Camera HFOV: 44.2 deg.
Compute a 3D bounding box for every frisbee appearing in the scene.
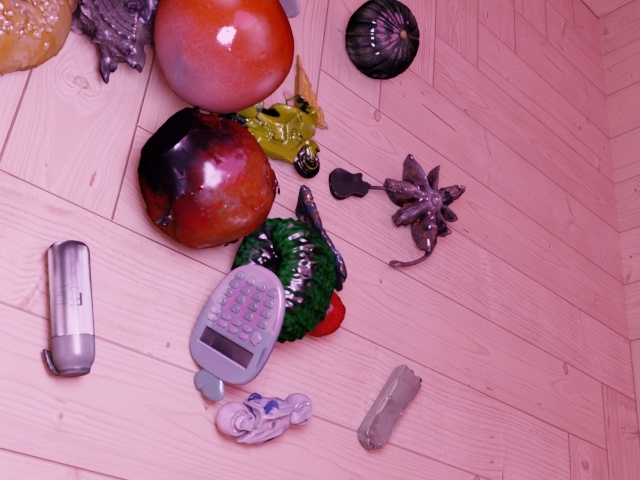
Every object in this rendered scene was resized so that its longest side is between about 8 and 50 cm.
[{"bbox_3d":[-0.101,-0.689,2.257,0.110,0.014,0.110,22,57,-38],"label":"frisbee"}]

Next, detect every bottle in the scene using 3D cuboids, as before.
[{"bbox_3d":[-0.475,0.128,1.478,0.096,0.079,0.254,-7,74,-8],"label":"bottle"}]

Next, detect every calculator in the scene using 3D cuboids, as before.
[{"bbox_3d":[-0.178,0.193,1.655,0.299,0.185,0.041,-65,156,2],"label":"calculator"}]

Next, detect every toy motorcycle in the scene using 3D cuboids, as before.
[{"bbox_3d":[-0.119,-0.293,1.974,0.342,0.142,0.206,19,59,-42],"label":"toy motorcycle"},{"bbox_3d":[-0.120,0.392,1.721,0.254,0.112,0.112,4,70,-44],"label":"toy motorcycle"}]

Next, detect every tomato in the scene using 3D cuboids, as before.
[{"bbox_3d":[-0.217,-0.429,1.712,0.321,0.321,0.321,20,59,-39],"label":"tomato"}]

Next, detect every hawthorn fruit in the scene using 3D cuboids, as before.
[{"bbox_3d":[-0.242,-0.135,1.677,0.316,0.316,0.316,20,59,-39],"label":"hawthorn fruit"}]

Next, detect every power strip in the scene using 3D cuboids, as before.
[{"bbox_3d":[0.177,0.433,2.027,0.080,0.048,0.286,53,44,-12],"label":"power strip"}]

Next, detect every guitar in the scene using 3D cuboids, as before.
[{"bbox_3d":[0.130,-0.152,2.199,0.233,0.025,0.088,2,69,-25],"label":"guitar"}]

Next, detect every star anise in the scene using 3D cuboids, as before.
[{"bbox_3d":[0.285,-0.095,2.326,0.359,0.139,0.316,-17,77,-32],"label":"star anise"}]

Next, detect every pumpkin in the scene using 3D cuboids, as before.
[{"bbox_3d":[0.176,-0.609,2.371,0.250,0.216,0.250,-29,128,-45],"label":"pumpkin"}]

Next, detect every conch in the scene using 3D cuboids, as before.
[{"bbox_3d":[-0.434,-0.493,1.737,0.240,0.186,0.313,40,35,-48],"label":"conch"}]

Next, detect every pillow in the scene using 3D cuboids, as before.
[{"bbox_3d":[-0.001,-0.002,1.924,0.034,0.189,0.255,-23,76,-10],"label":"pillow"}]

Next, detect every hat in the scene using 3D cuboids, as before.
[{"bbox_3d":[-0.060,0.119,1.832,0.274,0.242,0.332,-65,147,-14],"label":"hat"}]

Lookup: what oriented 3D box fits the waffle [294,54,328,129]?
[{"bbox_3d":[-0.024,-0.414,2.201,0.125,0.032,0.191,21,60,-37],"label":"waffle"}]

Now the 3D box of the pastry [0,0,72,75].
[{"bbox_3d":[-0.612,-0.473,1.516,0.315,0.184,0.284,-38,102,-47],"label":"pastry"}]
